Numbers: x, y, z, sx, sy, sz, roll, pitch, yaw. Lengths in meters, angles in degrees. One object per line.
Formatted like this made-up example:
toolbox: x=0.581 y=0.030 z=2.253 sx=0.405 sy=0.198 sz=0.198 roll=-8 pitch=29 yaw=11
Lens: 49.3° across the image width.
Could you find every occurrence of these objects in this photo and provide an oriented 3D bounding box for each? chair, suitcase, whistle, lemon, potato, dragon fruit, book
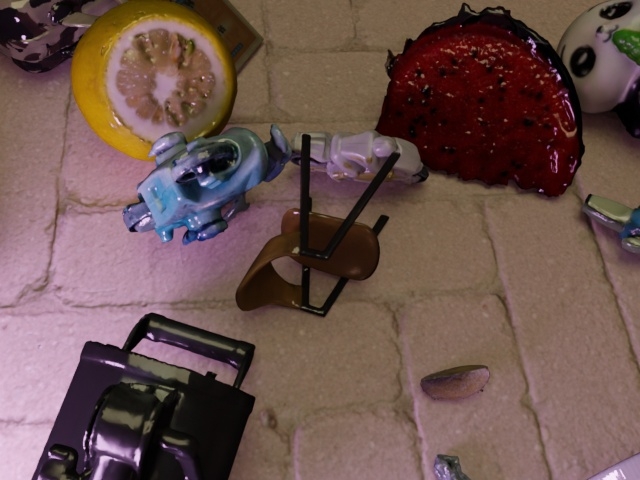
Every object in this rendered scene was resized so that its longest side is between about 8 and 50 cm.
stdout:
chair: x=0.000 y=0.000 z=0.979 sx=0.172 sy=0.159 sz=0.247 roll=12 pitch=58 yaw=7
suitcase: x=-0.440 y=-0.458 z=1.201 sx=0.339 sy=0.194 sz=0.351 roll=39 pitch=64 yaw=15
whistle: x=0.516 y=-0.005 z=1.071 sx=0.235 sy=0.077 sz=0.114 roll=27 pitch=52 yaw=19
lemon: x=-0.254 y=-0.239 z=1.062 sx=0.240 sy=0.219 sz=0.240 roll=-5 pitch=102 yaw=-24
potato: x=0.184 y=0.193 z=0.951 sx=0.093 sy=0.036 sz=0.037 roll=-13 pitch=97 yaw=8
dragon fruit: x=0.267 y=-0.231 z=1.135 sx=0.343 sy=0.282 sz=0.100 roll=16 pitch=18 yaw=6
book: x=-0.223 y=-0.383 z=1.192 sx=0.241 sy=0.018 sz=0.170 roll=44 pitch=59 yaw=-21

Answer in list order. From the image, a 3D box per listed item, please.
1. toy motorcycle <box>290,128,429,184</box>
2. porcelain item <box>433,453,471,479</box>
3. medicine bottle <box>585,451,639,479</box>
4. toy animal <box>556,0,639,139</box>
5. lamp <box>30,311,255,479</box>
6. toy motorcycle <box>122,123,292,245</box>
toy motorcycle: x=0.065 y=-0.126 z=1.064 sx=0.228 sy=0.151 sz=0.074 roll=10 pitch=79 yaw=-7
porcelain item: x=0.173 y=0.306 z=0.883 sx=0.036 sy=0.028 sz=0.083 roll=-19 pitch=59 yaw=-34
medicine bottle: x=0.433 y=0.370 z=0.737 sx=0.245 sy=0.245 sz=0.306 roll=-17 pitch=61 yaw=-14
toy animal: x=0.530 y=-0.292 z=1.163 sx=0.266 sy=0.212 sz=0.212 roll=30 pitch=61 yaw=9
lamp: x=-0.204 y=0.249 z=0.780 sx=0.205 sy=0.374 sz=0.272 roll=19 pitch=91 yaw=0
toy motorcycle: x=-0.152 y=-0.082 z=0.956 sx=0.206 sy=0.260 sz=0.154 roll=-21 pitch=84 yaw=-41
